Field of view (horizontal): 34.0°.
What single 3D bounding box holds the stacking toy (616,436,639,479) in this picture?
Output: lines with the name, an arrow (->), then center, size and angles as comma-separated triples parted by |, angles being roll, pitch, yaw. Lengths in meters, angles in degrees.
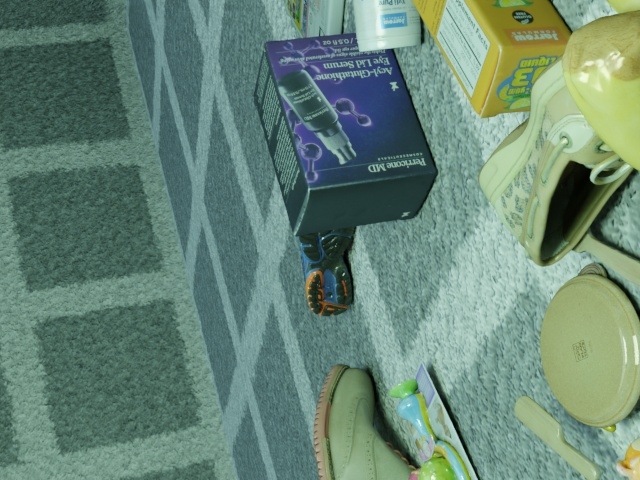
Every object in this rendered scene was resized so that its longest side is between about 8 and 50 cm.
stacking toy -> 0.257, 0.211, 0.635 | 0.302, 0.175, 0.165 | -100, 9, -63

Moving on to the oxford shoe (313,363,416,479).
oxford shoe -> 0.074, 0.322, 1.364 | 0.397, 0.147, 0.140 | -92, -16, -44

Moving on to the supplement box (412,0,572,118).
supplement box -> 0.133, -0.210, 0.900 | 0.080, 0.078, 0.233 | 105, 151, -49

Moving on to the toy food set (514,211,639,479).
toy food set -> 0.223, 0.086, 0.846 | 0.132, 0.039, 0.192 | -135, 49, -56

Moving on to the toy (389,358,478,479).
toy -> 0.132, 0.275, 1.226 | 0.137, 0.056, 0.237 | 102, 154, -55

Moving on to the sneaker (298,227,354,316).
sneaker -> 0.000, 0.000, 1.494 | 0.087, 0.083, 0.221 | -114, 23, -56

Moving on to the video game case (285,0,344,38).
video game case -> -0.007, -0.356, 1.410 | 0.212, 0.023, 0.193 | 95, 159, -43

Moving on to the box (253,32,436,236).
box -> 0.023, -0.125, 1.200 | 0.108, 0.153, 0.207 | 110, 146, -59

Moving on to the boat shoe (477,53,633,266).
boat shoe -> 0.197, -0.068, 0.733 | 0.285, 0.105, 0.089 | 109, 141, -69

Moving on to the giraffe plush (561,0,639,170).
giraffe plush -> 0.237, -0.079, 0.500 | 0.170, 0.181, 0.210 | -11, 77, 53

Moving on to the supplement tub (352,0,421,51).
supplement tub -> 0.069, -0.258, 1.111 | 0.071, 0.071, 0.107 | -157, 59, -72
